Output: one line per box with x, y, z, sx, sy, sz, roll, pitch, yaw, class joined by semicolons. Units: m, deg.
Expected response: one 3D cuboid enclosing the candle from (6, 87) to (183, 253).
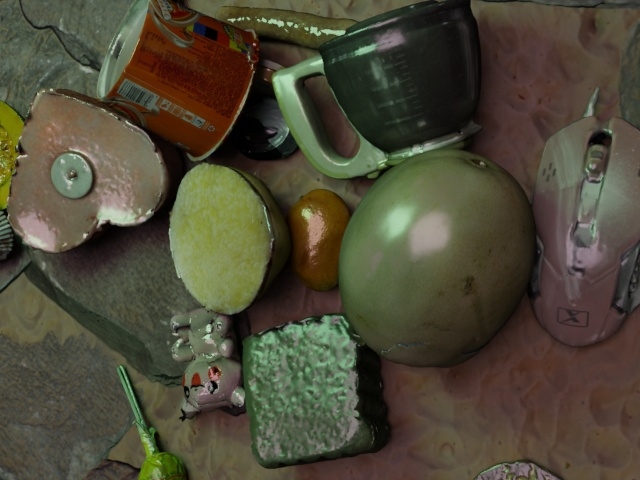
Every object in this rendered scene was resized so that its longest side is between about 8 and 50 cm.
-0.427;-0.138;1.460;0.316;0.131;0.287;-26;99;12;candle

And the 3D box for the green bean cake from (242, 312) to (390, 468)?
-0.007;0.233;1.271;0.222;0.125;0.227;-15;75;21;green bean cake

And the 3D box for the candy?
-0.309;0.333;1.415;0.073;0.077;0.262;-48;58;32;candy

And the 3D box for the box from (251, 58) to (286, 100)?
-0.086;-0.272;1.384;0.105;0.105;0.037;18;79;23;box

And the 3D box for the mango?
-0.006;-0.003;1.327;0.115;0.089;0.165;15;91;14;mango

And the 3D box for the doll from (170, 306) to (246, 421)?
-0.186;0.207;1.362;0.149;0.095;0.192;-9;81;27;doll

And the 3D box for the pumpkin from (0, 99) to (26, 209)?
-0.618;-0.171;1.590;0.217;0.110;0.218;3;98;21;pumpkin

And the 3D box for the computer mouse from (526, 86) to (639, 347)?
0.389;-0.040;1.160;0.199;0.115;0.389;7;86;19;computer mouse

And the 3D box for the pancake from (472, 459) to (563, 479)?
0.294;0.414;1.180;0.190;0.020;0.184;7;84;24;pancake

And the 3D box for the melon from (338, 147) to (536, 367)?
0.158;0.032;1.155;0.268;0.268;0.330;32;120;23;melon

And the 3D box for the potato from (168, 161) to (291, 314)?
-0.136;0.002;1.344;0.299;0.115;0.239;30;104;47;potato

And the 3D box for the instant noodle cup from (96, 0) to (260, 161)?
-0.243;-0.281;1.344;0.250;0.192;0.251;-37;41;42;instant noodle cup

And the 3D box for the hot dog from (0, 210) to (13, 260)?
-0.708;-0.005;1.586;0.267;0.075;0.144;-8;114;27;hot dog

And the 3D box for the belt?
-0.097;-0.193;1.405;0.139;0.058;0.105;9;80;26;belt

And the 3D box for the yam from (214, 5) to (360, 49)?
-0.056;-0.372;1.412;0.299;0.066;0.066;14;88;25;yam

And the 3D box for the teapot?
0.099;-0.218;1.232;0.321;0.239;0.240;-17;98;0;teapot

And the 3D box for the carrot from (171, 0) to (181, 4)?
-0.307;-0.501;1.531;0.068;0.069;0.229;-17;75;19;carrot
